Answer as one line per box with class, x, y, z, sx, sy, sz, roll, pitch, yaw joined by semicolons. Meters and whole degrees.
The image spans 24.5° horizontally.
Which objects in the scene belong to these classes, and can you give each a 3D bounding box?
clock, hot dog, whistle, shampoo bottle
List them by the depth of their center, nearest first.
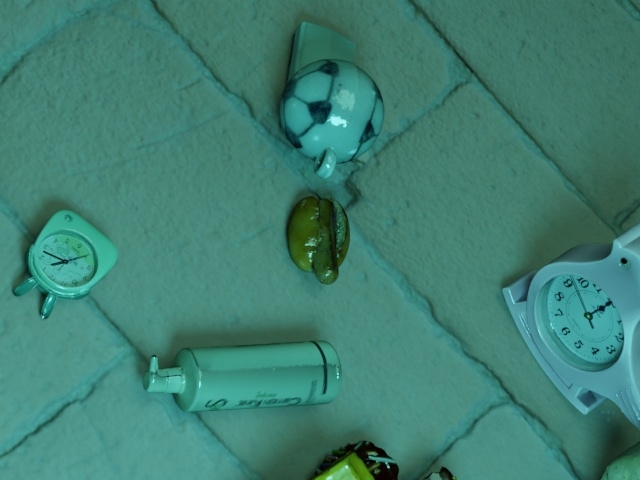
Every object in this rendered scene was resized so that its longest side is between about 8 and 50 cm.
clock;-0.328;0.032;1.869;0.101;0.041;0.135;41;54;-6
shampoo bottle;-0.103;0.176;1.894;0.262;0.085;0.085;0;66;-30
hot dog;-0.002;-0.001;2.060;0.090;0.060;0.140;20;61;-15
clock;0.429;0.136;2.104;0.080;0.275;0.290;-28;84;-41
whistle;0.019;-0.214;2.122;0.163;0.163;0.289;19;58;-21

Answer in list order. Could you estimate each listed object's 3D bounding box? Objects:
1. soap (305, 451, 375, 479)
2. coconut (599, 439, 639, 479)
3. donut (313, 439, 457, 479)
soap;0.042;0.442;1.772;0.204;0.096;0.324;-35;84;4
coconut;0.567;0.415;1.991;0.360;0.346;0.346;7;62;-17
donut;0.091;0.366;1.900;0.230;0.096;0.216;37;53;-9
